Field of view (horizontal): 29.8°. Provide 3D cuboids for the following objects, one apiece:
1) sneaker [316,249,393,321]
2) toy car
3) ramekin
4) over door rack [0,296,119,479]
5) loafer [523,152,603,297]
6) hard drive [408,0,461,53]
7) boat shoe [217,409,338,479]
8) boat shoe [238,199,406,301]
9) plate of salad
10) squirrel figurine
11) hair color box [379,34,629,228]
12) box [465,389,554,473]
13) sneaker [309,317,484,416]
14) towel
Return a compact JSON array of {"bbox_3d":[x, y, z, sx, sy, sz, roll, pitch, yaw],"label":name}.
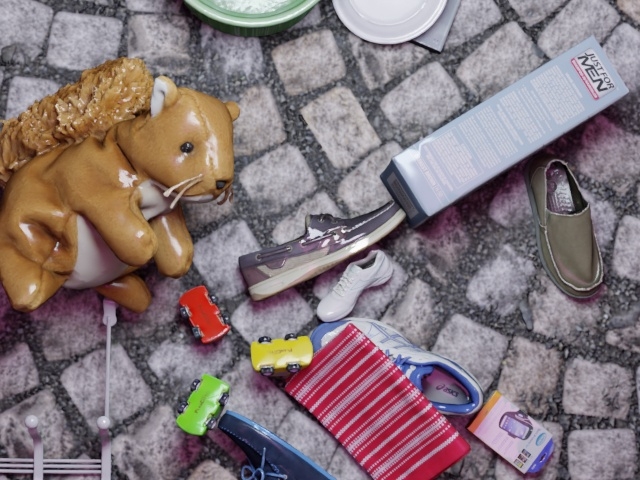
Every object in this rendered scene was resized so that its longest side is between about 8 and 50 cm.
[{"bbox_3d":[0.048,0.069,1.948,0.152,0.061,0.053,-41,52,-9],"label":"sneaker"},{"bbox_3d":[-0.155,0.210,1.895,0.239,0.053,0.225,24,66,13],"label":"toy car"},{"bbox_3d":[-0.113,-0.476,1.944,0.303,0.148,0.303,0,85,-4],"label":"ramekin"},{"bbox_3d":[-0.444,0.236,1.882,0.239,0.108,0.324,2,85,-5],"label":"over door rack"},{"bbox_3d":[0.400,-0.025,1.974,0.094,0.087,0.251,-20,87,-6],"label":"loafer"},{"bbox_3d":[0.182,-0.394,2.022,0.094,0.022,0.135,22,84,-2],"label":"hard drive"},{"bbox_3d":[-0.061,0.368,1.899,0.258,0.109,0.089,36,80,1],"label":"boat shoe"},{"bbox_3d":[0.000,0.000,1.938,0.285,0.103,0.092,-28,93,0],"label":"boat shoe"},{"bbox_3d":[0.116,-0.423,1.993,0.199,0.048,0.200,0,90,11],"label":"plate of salad"},{"bbox_3d":[-0.305,-0.127,1.805,0.370,0.281,0.397,-42,59,24],"label":"squirrel figurine"},{"bbox_3d":[0.288,-0.169,1.929,0.374,0.185,0.114,-31,87,-6],"label":"hair color box"},{"bbox_3d":[0.315,0.318,1.971,0.136,0.028,0.081,39,84,-3],"label":"box"},{"bbox_3d":[0.126,0.198,1.916,0.296,0.131,0.112,19,86,-1],"label":"sneaker"},{"bbox_3d":[0.086,0.277,1.893,0.275,0.199,0.031,46,39,1],"label":"towel"}]
